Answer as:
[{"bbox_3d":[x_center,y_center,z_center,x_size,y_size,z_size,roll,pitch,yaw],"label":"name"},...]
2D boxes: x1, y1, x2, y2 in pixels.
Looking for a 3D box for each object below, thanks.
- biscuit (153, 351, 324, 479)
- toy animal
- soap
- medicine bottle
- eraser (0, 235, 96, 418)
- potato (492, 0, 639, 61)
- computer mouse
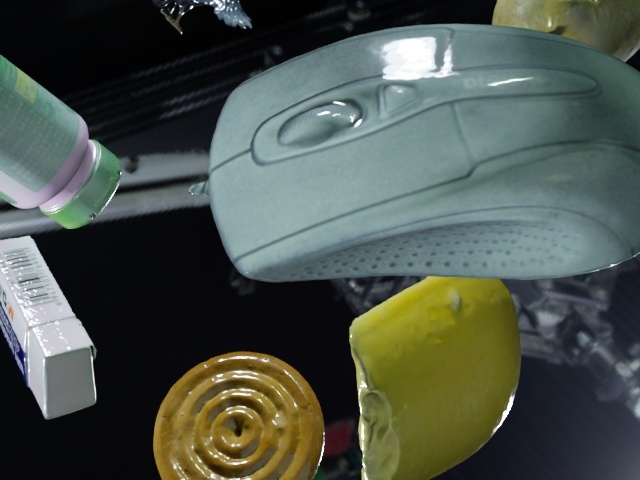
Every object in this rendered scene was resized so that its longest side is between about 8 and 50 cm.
[{"bbox_3d":[-0.122,0.282,1.325,0.262,0.262,0.037,-32,-27,-10],"label":"biscuit"},{"bbox_3d":[-0.163,-0.323,1.173,0.108,0.220,0.062,-34,-34,-1],"label":"toy animal"},{"bbox_3d":[0.176,0.204,1.373,0.427,0.115,0.306,-15,-80,-45],"label":"soap"},{"bbox_3d":[-0.357,-0.125,1.015,0.133,0.133,0.274,-43,-52,8],"label":"medicine bottle"},{"bbox_3d":[-0.430,0.125,1.372,0.086,0.287,0.130,-14,-49,-29],"label":"eraser"},{"bbox_3d":[0.261,-0.241,0.932,0.251,0.159,0.174,-47,-56,-44],"label":"potato"},{"bbox_3d":[0.083,-0.070,0.640,0.371,0.188,0.122,-6,-33,3],"label":"computer mouse"}]
